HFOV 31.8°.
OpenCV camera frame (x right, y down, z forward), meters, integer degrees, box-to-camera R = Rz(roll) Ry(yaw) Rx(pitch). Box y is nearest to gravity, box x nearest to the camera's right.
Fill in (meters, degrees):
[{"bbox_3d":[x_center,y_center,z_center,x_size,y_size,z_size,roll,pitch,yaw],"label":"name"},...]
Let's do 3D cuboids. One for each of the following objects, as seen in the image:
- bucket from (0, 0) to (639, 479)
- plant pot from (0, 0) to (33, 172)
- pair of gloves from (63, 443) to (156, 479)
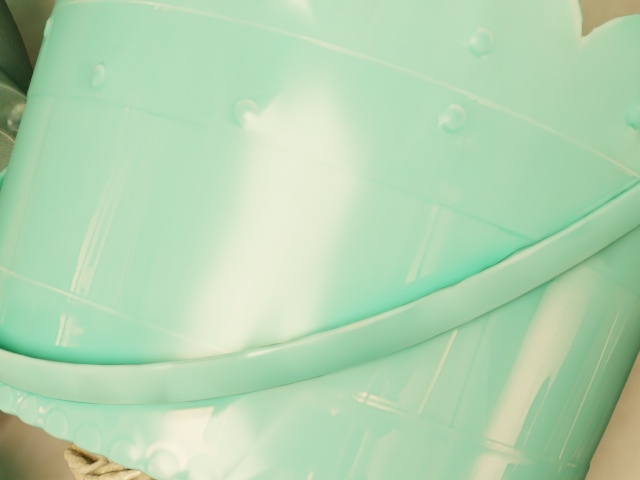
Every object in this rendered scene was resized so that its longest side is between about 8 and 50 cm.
[{"bbox_3d":[0.000,0.000,0.441,0.281,0.281,0.183,16,84,23],"label":"bucket"},{"bbox_3d":[-0.242,-0.033,0.510,0.196,0.293,0.293,33,87,26],"label":"plant pot"},{"bbox_3d":[-0.102,0.157,0.468,0.240,0.204,0.042,-2,40,18],"label":"pair of gloves"}]
